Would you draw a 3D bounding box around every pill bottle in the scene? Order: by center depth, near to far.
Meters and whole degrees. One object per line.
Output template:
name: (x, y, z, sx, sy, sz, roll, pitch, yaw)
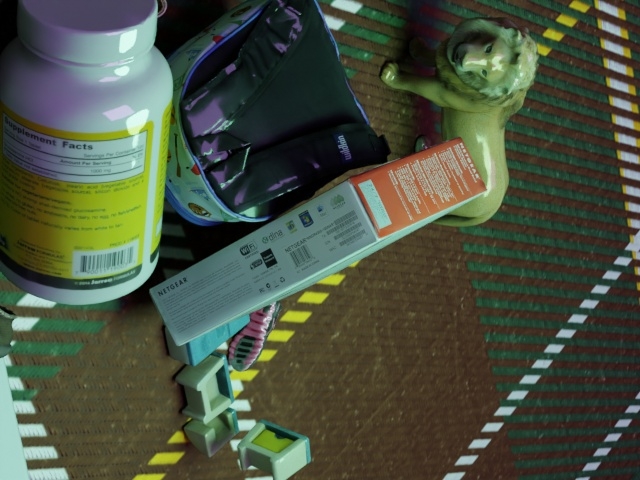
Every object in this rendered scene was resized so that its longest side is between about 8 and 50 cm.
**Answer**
pill bottle: (-0.255, -0.113, 1.834, 0.188, 0.188, 0.334, -32, 142, -42)

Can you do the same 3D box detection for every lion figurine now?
lion figurine: (0.212, -0.153, 2.455, 0.142, 0.240, 0.392, -40, 135, -37)

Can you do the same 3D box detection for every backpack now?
backpack: (-0.094, -0.148, 2.053, 0.263, 0.213, 0.276, -40, 107, -41)

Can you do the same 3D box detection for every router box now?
router box: (0.000, 0.000, 2.146, 0.301, 0.335, 0.082, -23, 85, -58)

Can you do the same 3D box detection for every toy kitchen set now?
toy kitchen set: (-0.090, 0.188, 2.265, 0.122, 0.166, 0.207, -40, 135, -39)

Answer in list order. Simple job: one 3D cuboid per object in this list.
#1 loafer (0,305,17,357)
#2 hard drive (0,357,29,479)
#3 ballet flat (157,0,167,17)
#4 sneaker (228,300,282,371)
loafer: (-0.417, 0.004, 1.765, 0.130, 0.134, 0.366, -59, 144, -16)
hard drive: (-0.391, 0.304, 1.938, 0.233, 0.047, 0.353, -67, 156, -56)
ballet flat: (-0.239, -0.281, 1.947, 0.168, 0.052, 0.057, 1, 96, -54)
sneaker: (-0.085, 0.127, 2.359, 0.119, 0.047, 0.057, -66, 156, -6)
